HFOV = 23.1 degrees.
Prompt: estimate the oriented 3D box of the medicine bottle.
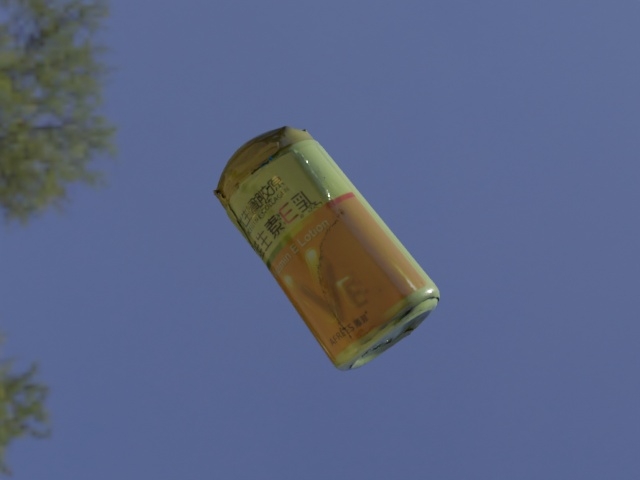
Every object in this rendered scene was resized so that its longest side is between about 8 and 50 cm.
[{"bbox_3d":[0.000,0.000,1.495,0.239,0.124,0.124,51,-49,12],"label":"medicine bottle"}]
